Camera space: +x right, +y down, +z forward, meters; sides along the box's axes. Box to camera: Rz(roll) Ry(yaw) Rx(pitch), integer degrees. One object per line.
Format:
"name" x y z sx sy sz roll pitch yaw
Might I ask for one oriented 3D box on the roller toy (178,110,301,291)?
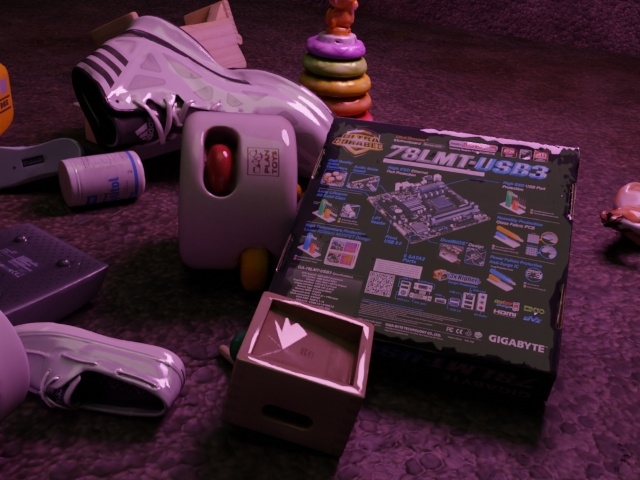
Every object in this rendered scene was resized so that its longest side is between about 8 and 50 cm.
"roller toy" -0.096 -0.058 0.874 0.147 0.191 0.209 1 27 -8

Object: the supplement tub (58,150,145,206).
"supplement tub" -0.316 -0.090 1.037 0.107 0.070 0.071 -14 32 -31

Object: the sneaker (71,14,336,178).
"sneaker" -0.194 -0.175 1.134 0.448 0.169 0.257 29 48 10

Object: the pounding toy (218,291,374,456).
"pounding toy" -0.034 0.120 0.661 0.141 0.100 0.130 17 28 1

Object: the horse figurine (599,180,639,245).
"horse figurine" 0.505 -0.039 1.078 0.175 0.066 0.263 18 31 13

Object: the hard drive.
"hard drive" -0.371 0.061 0.746 0.172 0.054 0.255 22 31 31

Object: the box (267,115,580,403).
"box" 0.118 0.003 0.785 0.296 0.073 0.293 10 54 12

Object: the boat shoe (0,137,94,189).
"boat shoe" -0.437 -0.112 1.083 0.184 0.065 0.083 -8 0 1

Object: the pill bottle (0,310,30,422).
"pill bottle" -0.340 0.149 0.441 0.177 0.176 0.318 13 28 16

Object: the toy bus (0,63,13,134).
"toy bus" -0.596 -0.177 1.098 0.108 0.130 0.332 6 27 2

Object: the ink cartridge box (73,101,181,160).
"ink cartridge box" -0.341 -0.202 1.267 0.180 0.060 0.104 24 33 33

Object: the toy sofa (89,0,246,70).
"toy sofa" -0.348 -0.452 1.705 0.150 0.177 0.362 -8 17 34

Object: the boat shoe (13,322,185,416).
"boat shoe" -0.218 0.124 0.645 0.184 0.066 0.063 14 26 -3

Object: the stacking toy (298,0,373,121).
"stacking toy" 0.026 -0.308 1.269 0.166 0.301 0.175 19 31 26
